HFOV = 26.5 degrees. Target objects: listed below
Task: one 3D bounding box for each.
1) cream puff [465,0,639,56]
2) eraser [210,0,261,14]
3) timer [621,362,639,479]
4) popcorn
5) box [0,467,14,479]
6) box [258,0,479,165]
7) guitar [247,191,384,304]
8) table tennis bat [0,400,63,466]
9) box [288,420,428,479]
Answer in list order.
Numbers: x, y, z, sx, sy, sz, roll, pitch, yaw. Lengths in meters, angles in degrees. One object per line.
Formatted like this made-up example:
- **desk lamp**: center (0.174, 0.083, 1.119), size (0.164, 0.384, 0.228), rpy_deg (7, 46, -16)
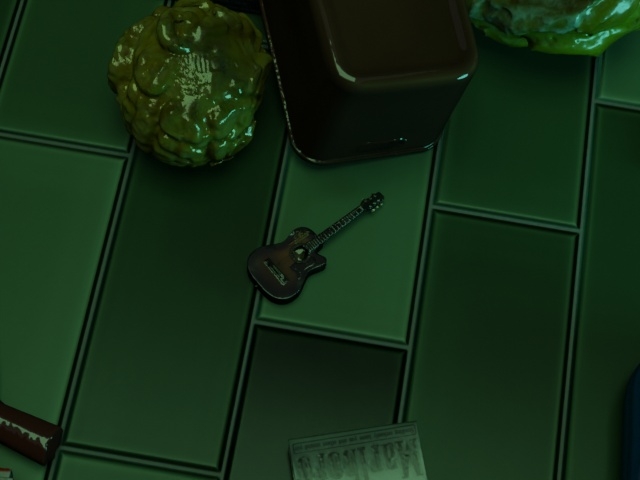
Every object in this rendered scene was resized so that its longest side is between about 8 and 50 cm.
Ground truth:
- **cream puff**: center (0.378, -0.445, 2.049), size (0.378, 0.275, 0.379), rpy_deg (-3, 83, 21)
- **eraser**: center (-0.156, -0.409, 2.104), size (0.212, 0.046, 0.092), rpy_deg (10, 65, 2)
- **timer**: center (0.556, 0.293, 1.788), size (0.308, 0.115, 0.340), rpy_deg (9, 65, -2)
- **popcorn**: center (-0.189, -0.226, 1.945), size (0.250, 0.190, 0.250), rpy_deg (9, 71, -28)
- **box**: center (-0.458, 0.401, 1.719), size (0.122, 0.050, 0.229), rpy_deg (5, 66, -1)
- **box**: center (0.066, -0.314, 1.948), size (0.239, 0.229, 0.340), rpy_deg (-8, 72, -16)
- **guitar**: center (0.000, 0.000, 1.938), size (0.233, 0.025, 0.088), rpy_deg (-37, 72, -18)
- **table tennis bat**: center (-0.536, 0.191, 1.813), size (0.414, 0.051, 0.268), rpy_deg (22, 67, 9)
- **box**: center (0.053, 0.306, 1.797), size (0.177, 0.036, 0.115), rpy_deg (-8, 67, -7)
